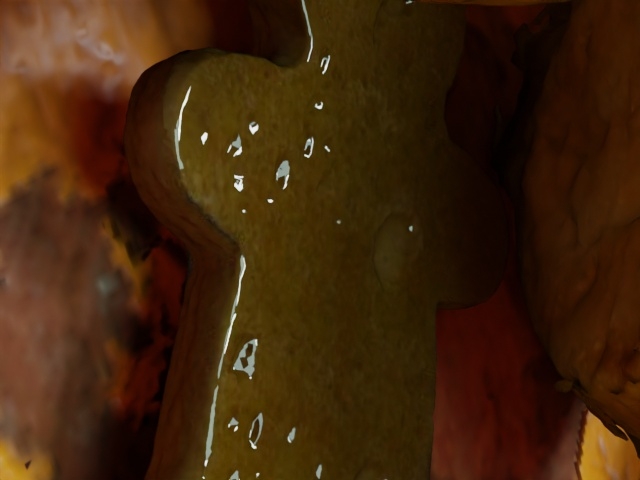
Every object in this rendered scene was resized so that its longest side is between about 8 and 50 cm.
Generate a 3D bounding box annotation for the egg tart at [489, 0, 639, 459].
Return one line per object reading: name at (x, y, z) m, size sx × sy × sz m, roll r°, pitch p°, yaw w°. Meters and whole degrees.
egg tart at (0.107, -0.017, 0.435) m, size 0.090 × 0.212 × 0.212 m, roll 4°, pitch 85°, yaw -18°

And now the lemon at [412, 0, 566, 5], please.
lemon at (0.016, -0.164, 0.280) m, size 0.284 × 0.260 × 0.260 m, roll 8°, pitch 82°, yaw -19°

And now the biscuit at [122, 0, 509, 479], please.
biscuit at (0.000, 0.000, 0.414) m, size 0.138 × 0.031 × 0.205 m, roll 15°, pitch 79°, yaw -52°
